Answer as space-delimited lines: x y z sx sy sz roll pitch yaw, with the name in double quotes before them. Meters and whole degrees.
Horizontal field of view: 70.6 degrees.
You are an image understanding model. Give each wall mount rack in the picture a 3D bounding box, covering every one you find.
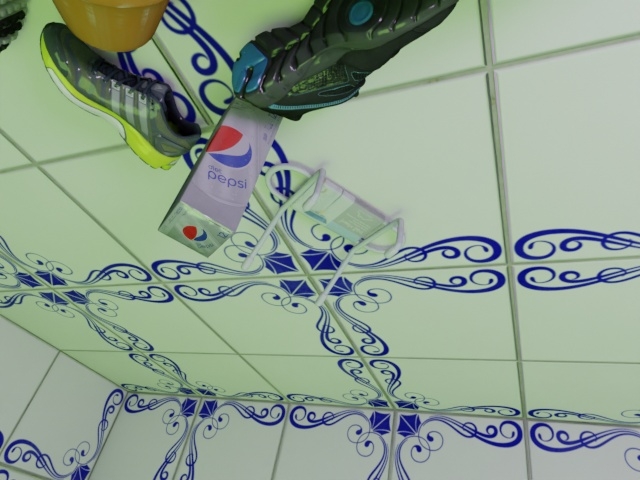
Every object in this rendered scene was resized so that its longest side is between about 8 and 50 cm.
"wall mount rack" 0.000 0.000 0.978 0.350 0.130 0.304 30 140 -19

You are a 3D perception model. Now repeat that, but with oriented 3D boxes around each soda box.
"soda box" -0.154 -0.119 0.740 0.091 0.286 0.098 32 139 -21

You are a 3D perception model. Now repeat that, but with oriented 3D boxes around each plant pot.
"plant pot" -0.270 -0.351 0.571 0.205 0.205 0.188 25 157 -15

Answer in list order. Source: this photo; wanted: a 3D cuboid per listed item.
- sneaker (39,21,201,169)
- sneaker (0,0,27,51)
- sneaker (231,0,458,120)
"sneaker" -0.331 -0.257 0.787 0.121 0.111 0.300 -22 137 25
"sneaker" -0.513 -0.391 0.664 0.118 0.110 0.292 34 131 -13
"sneaker" 0.038 -0.279 0.645 0.341 0.124 0.140 -16 162 29
